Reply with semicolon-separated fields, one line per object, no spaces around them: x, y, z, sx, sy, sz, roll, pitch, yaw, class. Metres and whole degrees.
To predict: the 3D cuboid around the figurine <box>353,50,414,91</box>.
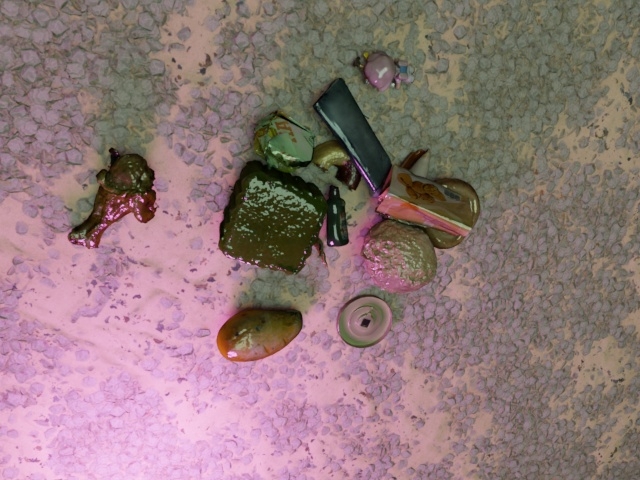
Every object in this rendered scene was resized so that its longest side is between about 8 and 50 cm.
0.230;-0.584;1.757;0.229;0.112;0.137;-2;102;-26;figurine

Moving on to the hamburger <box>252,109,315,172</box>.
-0.133;-0.310;1.691;0.214;0.125;0.235;21;63;-19;hamburger

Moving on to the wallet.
0.125;-0.368;1.770;0.379;0.046;0.190;52;48;-22;wallet

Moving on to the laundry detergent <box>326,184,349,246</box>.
0.058;-0.092;1.847;0.078;0.144;0.221;-3;96;18;laundry detergent

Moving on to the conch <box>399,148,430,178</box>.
0.356;-0.268;1.898;0.094;0.105;0.176;9;102;-49;conch

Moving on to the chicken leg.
-0.642;-0.112;1.633;0.212;0.140;0.360;31;107;-2;chicken leg

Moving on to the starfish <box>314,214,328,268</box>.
0.000;0.000;1.842;0.053;0.176;0.207;-1;70;4;starfish

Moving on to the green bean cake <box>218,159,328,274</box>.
-0.173;-0.078;1.747;0.335;0.218;0.318;21;107;-15;green bean cake

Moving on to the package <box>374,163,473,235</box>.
0.358;-0.106;1.799;0.312;0.221;0.165;22;125;-3;package

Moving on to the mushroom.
0.493;-0.106;1.955;0.279;0.146;0.277;-4;101;-20;mushroom

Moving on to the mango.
-0.223;0.344;1.886;0.330;0.175;0.176;-6;141;-35;mango

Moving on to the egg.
0.294;0.061;1.892;0.311;0.279;0.279;29;97;-15;egg

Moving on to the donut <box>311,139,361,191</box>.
0.070;-0.275;1.813;0.217;0.085;0.141;26;98;-20;donut

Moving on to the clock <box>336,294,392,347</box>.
0.180;0.331;2.062;0.235;0.029;0.234;-5;108;-15;clock

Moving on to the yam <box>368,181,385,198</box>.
0.267;-0.180;1.911;0.170;0.068;0.068;11;103;-18;yam
